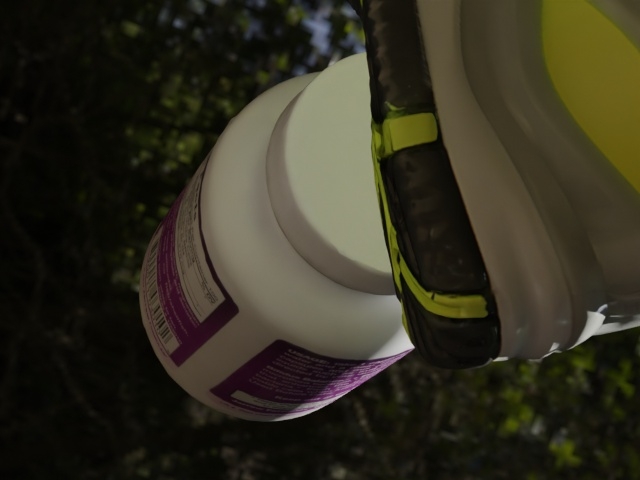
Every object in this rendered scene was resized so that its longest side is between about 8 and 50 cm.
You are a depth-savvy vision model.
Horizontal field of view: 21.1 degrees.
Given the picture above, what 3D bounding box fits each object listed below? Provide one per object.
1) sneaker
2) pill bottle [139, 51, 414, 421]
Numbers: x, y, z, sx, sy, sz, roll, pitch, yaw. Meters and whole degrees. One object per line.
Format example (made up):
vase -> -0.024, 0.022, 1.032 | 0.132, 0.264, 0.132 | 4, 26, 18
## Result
sneaker -> 0.079, -0.127, 0.612 | 0.145, 0.147, 0.385 | 83, 0, -58
pill bottle -> 0.000, 0.000, 1.016 | 0.301, 0.169, 0.169 | 137, -32, -67
